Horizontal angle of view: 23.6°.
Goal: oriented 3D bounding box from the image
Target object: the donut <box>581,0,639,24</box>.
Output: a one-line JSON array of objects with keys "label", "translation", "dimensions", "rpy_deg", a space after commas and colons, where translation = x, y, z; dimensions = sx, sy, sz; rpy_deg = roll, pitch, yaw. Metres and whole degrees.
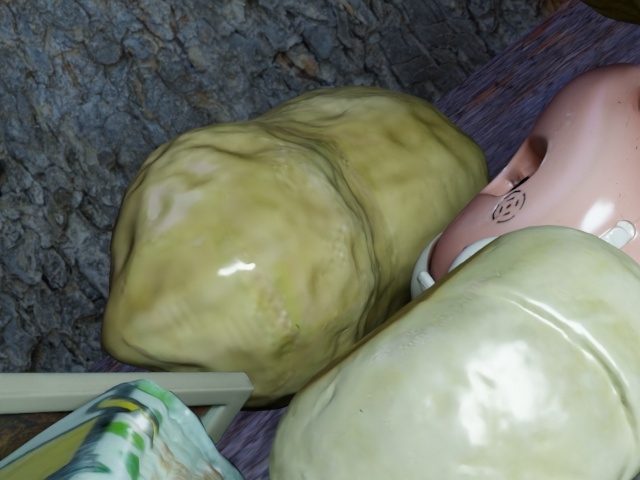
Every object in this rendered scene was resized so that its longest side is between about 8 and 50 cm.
[{"label": "donut", "translation": [0.276, -0.345, 1.199], "dimensions": [0.170, 0.360, 0.360], "rpy_deg": [16, 44, 39]}]

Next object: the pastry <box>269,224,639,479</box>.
[{"label": "pastry", "translation": [0.052, 0.061, 0.541], "dimensions": [0.156, 0.092, 0.156], "rpy_deg": [-34, -2, -1]}]

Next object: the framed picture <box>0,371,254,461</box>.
[{"label": "framed picture", "translation": [-0.159, 0.153, 0.730], "dimensions": [0.184, 0.016, 0.250], "rpy_deg": [5, -51, -46]}]

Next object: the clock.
[{"label": "clock", "translation": [0.112, -0.007, 0.744], "dimensions": [0.162, 0.093, 0.166], "rpy_deg": [-42, 5, -3]}]

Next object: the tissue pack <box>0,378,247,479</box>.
[{"label": "tissue pack", "translation": [-0.123, 0.174, 0.526], "dimensions": [0.228, 0.128, 0.311], "rpy_deg": [-38, 4, 0]}]

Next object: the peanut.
[{"label": "peanut", "translation": [0.000, 0.000, 0.896], "dimensions": [0.192, 0.169, 0.387], "rpy_deg": [-13, 6, 26]}]
